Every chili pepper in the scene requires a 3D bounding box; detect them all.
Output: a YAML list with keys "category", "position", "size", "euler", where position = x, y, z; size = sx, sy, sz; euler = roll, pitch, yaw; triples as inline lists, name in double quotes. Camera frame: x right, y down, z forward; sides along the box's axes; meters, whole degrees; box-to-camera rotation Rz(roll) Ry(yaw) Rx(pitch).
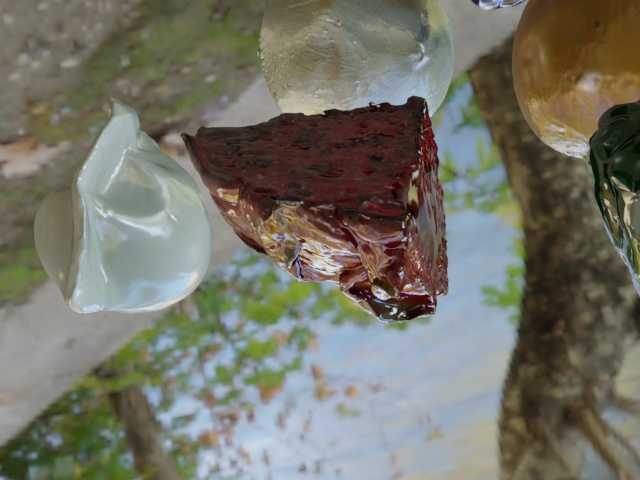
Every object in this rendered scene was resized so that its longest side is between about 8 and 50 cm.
- category: "chili pepper"
  position: [0.307, -0.011, 1.120]
  size: [0.165, 0.174, 0.261]
  euler: [-40, 131, -5]

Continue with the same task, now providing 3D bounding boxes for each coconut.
- category: "coconut"
  position: [0.053, -0.257, 1.937]
  size: [0.245, 0.245, 0.247]
  euler: [5, 173, -40]

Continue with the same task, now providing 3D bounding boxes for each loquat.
- category: "loquat"
  position: [0.440, -0.267, 2.149]
  size: [0.328, 0.329, 0.328]
  euler: [-12, 159, -5]

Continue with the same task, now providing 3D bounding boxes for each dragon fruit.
- category: "dragon fruit"
  position: [0.000, 0.009, 1.522]
  size: [0.286, 0.329, 0.228]
  euler: [-4, 115, 1]

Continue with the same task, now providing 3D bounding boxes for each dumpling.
- category: "dumpling"
  position: [-0.140, -0.024, 1.036]
  size: [0.124, 0.151, 0.229]
  euler: [-4, -179, 4]

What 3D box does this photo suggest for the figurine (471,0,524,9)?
- category: "figurine"
  position: [0.248, -0.363, 1.797]
  size: [0.145, 0.145, 0.222]
  euler: [-11, 164, -7]
